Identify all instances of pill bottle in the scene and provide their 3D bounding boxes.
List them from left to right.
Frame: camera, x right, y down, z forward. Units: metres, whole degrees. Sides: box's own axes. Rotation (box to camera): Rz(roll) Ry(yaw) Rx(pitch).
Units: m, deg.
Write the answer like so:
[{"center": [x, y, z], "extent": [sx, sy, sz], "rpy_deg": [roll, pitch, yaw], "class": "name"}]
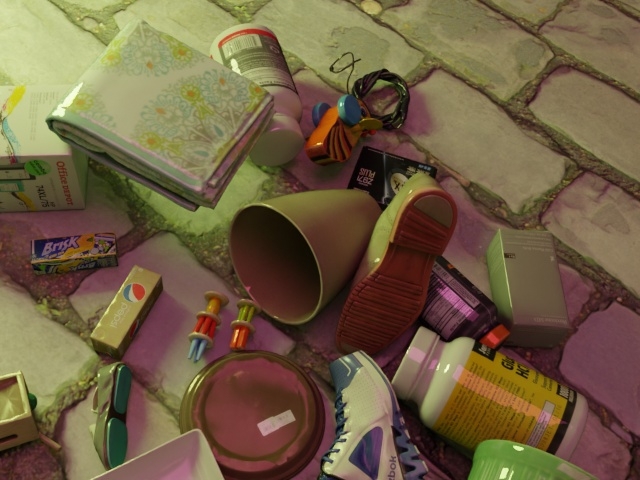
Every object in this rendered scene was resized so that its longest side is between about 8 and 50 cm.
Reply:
[{"center": [-0.142, -0.333, 1.872], "extent": [0.176, 0.176, 0.318], "rpy_deg": [-11, 59, -13], "class": "pill bottle"}, {"center": [0.267, 0.137, 1.641], "extent": [0.130, 0.130, 0.246], "rpy_deg": [-36, 68, -26], "class": "pill bottle"}, {"center": [0.304, 0.297, 1.501], "extent": [0.334, 0.188, 0.188], "rpy_deg": [27, 58, 9], "class": "pill bottle"}]

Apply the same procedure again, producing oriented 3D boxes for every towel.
[{"center": [-0.311, -0.257, 1.650], "extent": [0.375, 0.090, 0.320], "rpy_deg": [29, 57, 0], "class": "towel"}]

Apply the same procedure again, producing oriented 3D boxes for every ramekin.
[{"center": [0.366, 0.476, 1.337], "extent": [0.303, 0.303, 0.148], "rpy_deg": [29, 66, 12], "class": "ramekin"}]

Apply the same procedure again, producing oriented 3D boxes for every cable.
[{"center": [0.146, -0.352, 2.004], "extent": [0.151, 0.047, 0.184], "rpy_deg": [8, 59, 4], "class": "cable"}]

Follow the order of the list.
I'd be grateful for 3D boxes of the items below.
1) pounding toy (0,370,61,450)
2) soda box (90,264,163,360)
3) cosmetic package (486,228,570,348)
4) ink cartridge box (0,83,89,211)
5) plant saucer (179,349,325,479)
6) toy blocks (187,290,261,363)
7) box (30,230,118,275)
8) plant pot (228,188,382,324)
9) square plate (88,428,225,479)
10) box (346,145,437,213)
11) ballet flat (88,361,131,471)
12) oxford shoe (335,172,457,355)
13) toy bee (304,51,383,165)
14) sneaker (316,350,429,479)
[{"center": [-0.557, 0.322, 1.454], "extent": [0.141, 0.100, 0.130], "rpy_deg": [-15, 46, -19], "class": "pounding toy"}, {"center": [-0.382, 0.142, 1.603], "extent": [0.061, 0.058, 0.181], "rpy_deg": [21, 56, 7], "class": "soda box"}, {"center": [0.432, 0.101, 1.701], "extent": [0.127, 0.107, 0.237], "rpy_deg": [3, 53, -8], "class": "cosmetic package"}, {"center": [-0.641, -0.192, 1.708], "extent": [0.270, 0.198, 0.197], "rpy_deg": [-3, 58, -8], "class": "ink cartridge box"}, {"center": [-0.127, 0.326, 1.524], "extent": [0.278, 0.041, 0.277], "rpy_deg": [4, 56, -5], "class": "plant saucer"}, {"center": [-0.193, 0.182, 1.600], "extent": [0.123, 0.054, 0.148], "rpy_deg": [14, 56, 3], "class": "toy blocks"}, {"center": [-0.505, 0.027, 1.666], "extent": [0.169, 0.054, 0.059], "rpy_deg": [-6, 58, -11], "class": "box"}, {"center": [0.000, 0.000, 1.653], "extent": [0.256, 0.256, 0.274], "rpy_deg": [44, 47, 20], "class": "plant pot"}, {"center": [-0.288, 0.540, 1.351], "extent": [0.347, 0.049, 0.344], "rpy_deg": [-22, 64, -19], "class": "square plate"}, {"center": [0.156, -0.115, 1.823], "extent": [0.180, 0.077, 0.147], "rpy_deg": [18, 57, 5], "class": "box"}, {"center": [-0.390, 0.327, 1.486], "extent": [0.068, 0.072, 0.213], "rpy_deg": [-14, 54, 17], "class": "ballet flat"}, {"center": [0.143, 0.052, 1.582], "extent": [0.141, 0.397, 0.146], "rpy_deg": [23, 23, -15], "class": "oxford shoe"}, {"center": [0.072, -0.271, 1.866], "extent": [0.195, 0.162, 0.298], "rpy_deg": [13, 64, 49], "class": "toy bee"}, {"center": [0.062, 0.364, 1.468], "extent": [0.182, 0.127, 0.315], "rpy_deg": [-16, 62, -19], "class": "sneaker"}]
